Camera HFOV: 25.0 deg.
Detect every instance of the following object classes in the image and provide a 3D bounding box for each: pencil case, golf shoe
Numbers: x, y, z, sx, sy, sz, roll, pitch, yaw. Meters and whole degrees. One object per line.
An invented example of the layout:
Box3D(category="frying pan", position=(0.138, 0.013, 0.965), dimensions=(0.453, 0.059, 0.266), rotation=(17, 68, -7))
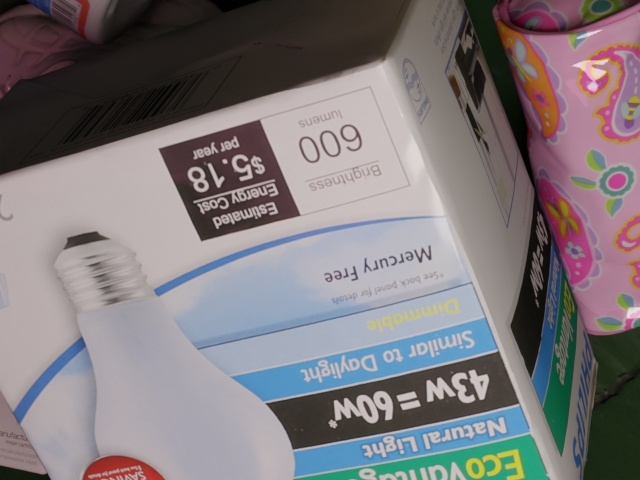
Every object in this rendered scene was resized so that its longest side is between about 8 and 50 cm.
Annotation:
Box3D(category="pencil case", position=(0.211, -0.065, 1.059), dimensions=(0.124, 0.124, 0.284), rotation=(-1, 127, 27))
Box3D(category="golf shoe", position=(-0.211, -0.129, 1.201), dimensions=(0.306, 0.140, 0.115), rotation=(-4, 126, 33))

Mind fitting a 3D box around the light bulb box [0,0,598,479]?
Box3D(category="light bulb box", position=(-0.029, 0.037, 1.014), dimensions=(0.357, 0.225, 0.361), rotation=(-15, 114, 22))

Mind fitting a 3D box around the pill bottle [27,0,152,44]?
Box3D(category="pill bottle", position=(-0.225, -0.257, 1.104), dimensions=(0.221, 0.124, 0.124), rotation=(34, 135, 4))

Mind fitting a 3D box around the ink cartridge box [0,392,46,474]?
Box3D(category="ink cartridge box", position=(-0.306, 0.111, 1.426), dimensions=(0.148, 0.086, 0.203), rotation=(8, 98, 20))

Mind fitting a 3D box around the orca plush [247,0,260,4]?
Box3D(category="orca plush", position=(-0.040, -0.185, 1.090), dimensions=(0.151, 0.102, 0.287), rotation=(4, 129, 25))
